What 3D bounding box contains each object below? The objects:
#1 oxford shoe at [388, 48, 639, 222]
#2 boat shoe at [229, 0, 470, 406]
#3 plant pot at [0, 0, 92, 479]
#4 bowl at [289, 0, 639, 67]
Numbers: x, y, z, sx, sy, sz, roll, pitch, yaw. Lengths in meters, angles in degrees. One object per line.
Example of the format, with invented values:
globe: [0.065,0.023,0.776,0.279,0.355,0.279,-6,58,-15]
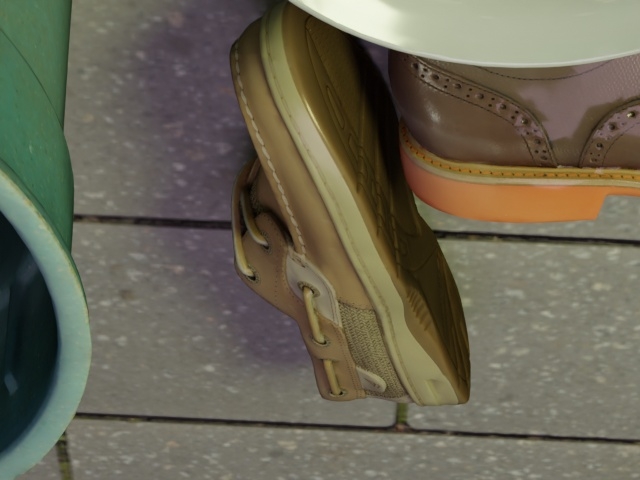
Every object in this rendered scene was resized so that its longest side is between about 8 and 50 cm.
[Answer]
oxford shoe: [0.212,-0.092,0.968,0.364,0.130,0.132,-6,132,10]
boat shoe: [0.000,0.000,1.096,0.110,0.121,0.341,-9,140,14]
plant pot: [-0.249,-0.103,0.823,0.341,0.334,0.341,2,142,2]
bowl: [0.087,-0.220,0.807,0.298,0.134,0.298,2,143,2]
